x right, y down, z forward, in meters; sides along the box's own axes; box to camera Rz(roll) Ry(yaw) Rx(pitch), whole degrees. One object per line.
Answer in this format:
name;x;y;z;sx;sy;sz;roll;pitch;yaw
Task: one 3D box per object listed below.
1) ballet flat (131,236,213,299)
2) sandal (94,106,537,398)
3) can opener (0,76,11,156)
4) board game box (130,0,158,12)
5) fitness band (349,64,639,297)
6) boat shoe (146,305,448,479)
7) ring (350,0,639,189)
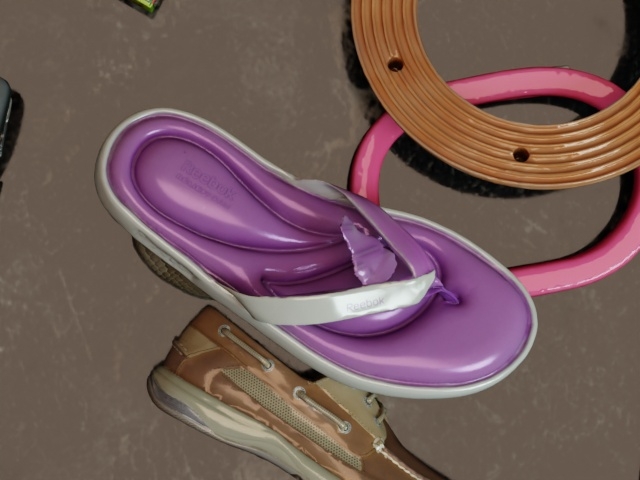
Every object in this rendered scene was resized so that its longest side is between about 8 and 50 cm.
ballet flat;-0.049;0.032;1.755;0.250;0.058;0.084;26;53;-5
sandal;-0.005;0.014;1.687;0.416;0.102;0.169;24;73;-2
can opener;-0.336;-0.013;1.741;0.074;0.093;0.280;12;93;-4
board game box;-0.150;-0.310;1.775;0.092;0.043;0.181;29;88;-3
fitness band;0.171;-0.050;1.787;0.290;0.054;0.209;-10;90;-2
boat shoe;0.008;0.163;1.743;0.324;0.123;0.116;28;86;-4
ring;0.195;-0.202;1.762;0.336;0.032;0.337;0;72;0
